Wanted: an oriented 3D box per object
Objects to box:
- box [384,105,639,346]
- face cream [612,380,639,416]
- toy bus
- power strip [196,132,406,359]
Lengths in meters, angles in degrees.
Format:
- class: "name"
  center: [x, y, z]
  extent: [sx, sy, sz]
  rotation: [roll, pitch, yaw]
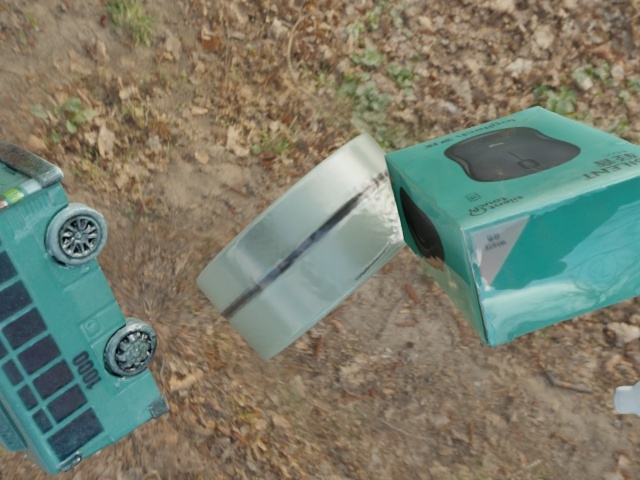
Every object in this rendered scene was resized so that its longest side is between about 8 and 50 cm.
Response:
- class: "box"
  center: [0.200, -0.034, 0.796]
  extent: [0.205, 0.311, 0.118]
  rotation: [-19, 111, -1]
- class: "face cream"
  center: [0.583, 0.194, 1.167]
  extent: [0.369, 0.145, 0.145]
  rotation: [-15, 87, -37]
- class: "toy bus"
  center: [-0.239, 0.064, 0.653]
  extent: [0.147, 0.128, 0.256]
  rotation: [-34, 126, -28]
- class: "power strip"
  center: [0.000, 0.000, 1.144]
  extent: [0.357, 0.357, 0.161]
  rotation: [-41, 89, -13]
